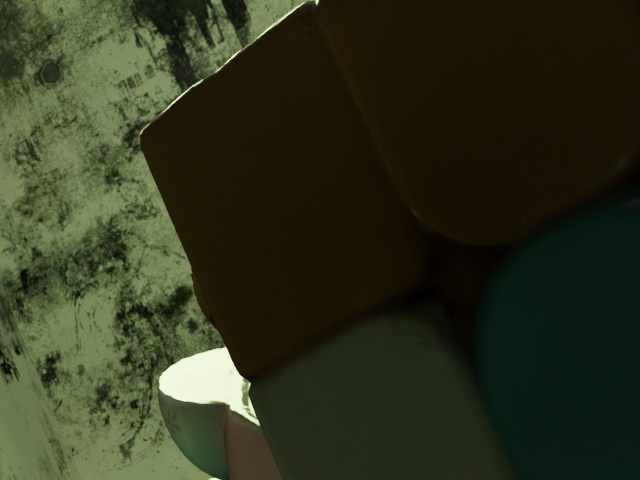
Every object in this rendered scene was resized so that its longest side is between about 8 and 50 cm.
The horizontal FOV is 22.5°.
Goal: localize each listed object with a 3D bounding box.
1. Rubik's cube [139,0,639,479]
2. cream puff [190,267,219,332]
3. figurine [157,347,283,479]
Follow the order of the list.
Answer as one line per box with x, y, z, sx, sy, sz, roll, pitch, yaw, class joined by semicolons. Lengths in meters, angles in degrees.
0.204;0.015;0.608;0.347;0.344;0.347;-13;-13;-46;Rubik's cube
0.000;0.000;0.761;0.133;0.119;0.104;-33;17;-26;cream puff
-0.011;0.207;0.860;0.206;0.315;0.284;-3;10;-27;figurine
